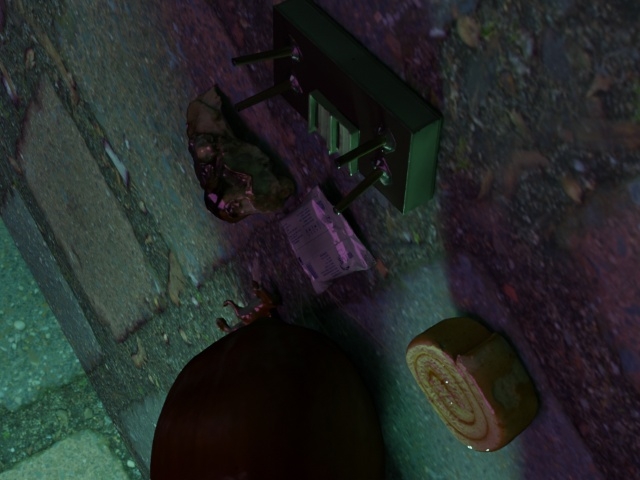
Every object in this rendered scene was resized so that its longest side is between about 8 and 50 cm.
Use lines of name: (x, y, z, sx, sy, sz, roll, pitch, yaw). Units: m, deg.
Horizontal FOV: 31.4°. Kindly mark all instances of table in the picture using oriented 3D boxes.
table: (0.006, -0.132, 1.194, 0.240, 0.111, 0.122, 46, 153, 32)

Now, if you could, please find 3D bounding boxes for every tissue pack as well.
tissue pack: (0.000, 0.000, 1.458, 0.123, 0.026, 0.193, 61, 157, 1)

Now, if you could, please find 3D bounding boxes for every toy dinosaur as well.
toy dinosaur: (-0.084, 0.147, 1.785, 0.142, 0.057, 0.212, 0, 129, 43)

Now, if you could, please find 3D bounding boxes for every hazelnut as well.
hazelnut: (-0.072, 0.297, 1.572, 0.366, 0.365, 0.366, 46, 152, 33)

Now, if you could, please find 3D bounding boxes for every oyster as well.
oyster: (-0.132, -0.099, 1.539, 0.232, 0.107, 0.162, 41, 157, 44)

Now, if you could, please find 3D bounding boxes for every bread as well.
bread: (0.169, 0.151, 1.232, 0.149, 0.073, 0.122, 57, 151, 6)
